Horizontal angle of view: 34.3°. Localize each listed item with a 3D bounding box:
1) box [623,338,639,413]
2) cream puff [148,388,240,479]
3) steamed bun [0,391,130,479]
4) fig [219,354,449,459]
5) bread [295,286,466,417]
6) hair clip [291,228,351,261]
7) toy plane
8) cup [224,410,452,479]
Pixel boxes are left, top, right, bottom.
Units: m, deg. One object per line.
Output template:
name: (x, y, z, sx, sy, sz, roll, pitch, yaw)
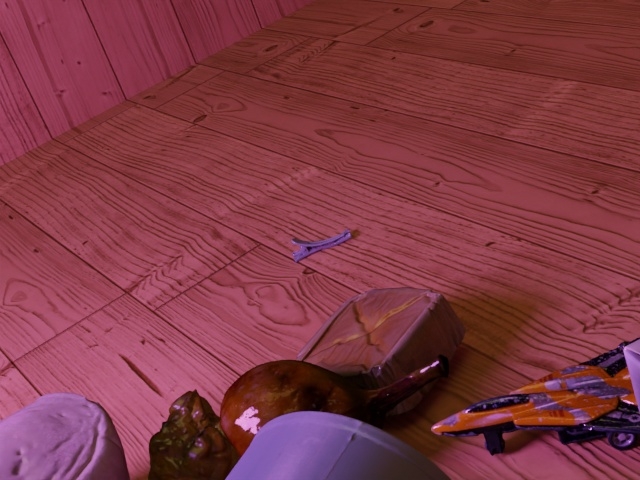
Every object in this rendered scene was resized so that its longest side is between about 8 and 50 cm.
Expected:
box: (0.405, 0.192, 1.045, 0.135, 0.269, 0.079, -27, 28, -8)
cream puff: (-0.181, 0.285, 1.438, 0.146, 0.116, 0.146, -14, 26, 7)
steamed bun: (-0.381, 0.379, 1.268, 0.236, 0.247, 0.384, 22, 42, 37)
fig: (0.013, 0.228, 1.302, 0.290, 0.190, 0.190, -13, 26, 38)
bread: (0.084, 0.163, 1.485, 0.192, 0.109, 0.210, -4, 31, 40)
hair clip: (0.000, 0.001, 1.909, 0.115, 0.039, 0.030, -19, 33, -2)
toy plane: (0.297, 0.211, 1.277, 0.316, 0.103, 0.204, -21, 25, 13)
cup: (-0.044, 0.365, 0.915, 0.311, 0.257, 0.331, -49, -5, -44)
